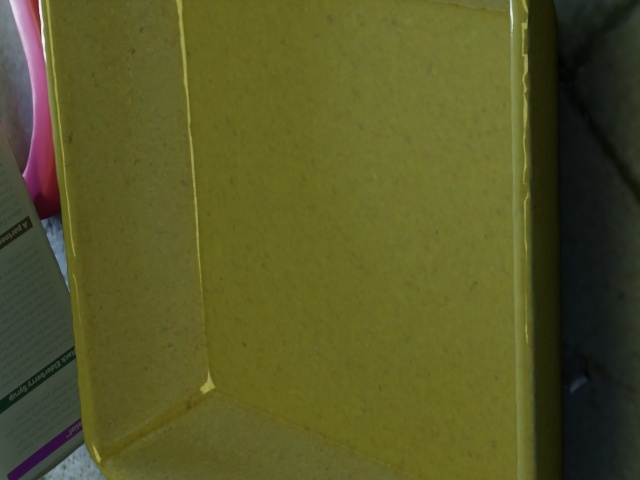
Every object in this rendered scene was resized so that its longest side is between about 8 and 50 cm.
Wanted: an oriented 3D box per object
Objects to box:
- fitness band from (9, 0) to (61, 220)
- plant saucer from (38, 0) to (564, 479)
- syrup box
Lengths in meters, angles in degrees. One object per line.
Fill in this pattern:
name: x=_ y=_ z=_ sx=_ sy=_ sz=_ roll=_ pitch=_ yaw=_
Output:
fitness band: x=-0.217 y=-0.148 z=1.081 sx=0.209 sy=0.054 sz=0.291 roll=-14 pitch=96 yaw=51
plant saucer: x=0.000 y=0.000 z=0.867 sx=0.333 sy=0.081 sz=0.333 roll=17 pitch=118 yaw=44
syrup box: x=-0.215 y=0.028 z=1.068 sx=0.093 sy=0.096 sz=0.237 roll=19 pitch=136 yaw=43
